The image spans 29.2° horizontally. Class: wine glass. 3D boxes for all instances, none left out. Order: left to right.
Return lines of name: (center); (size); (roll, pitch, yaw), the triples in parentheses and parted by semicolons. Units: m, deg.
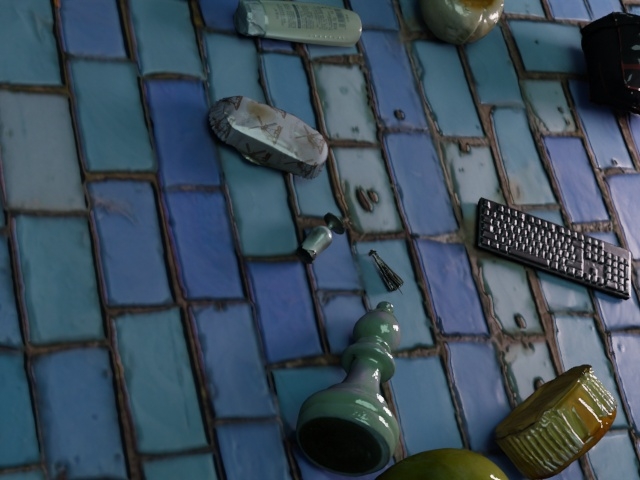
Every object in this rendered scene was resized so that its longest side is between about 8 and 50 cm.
wine glass: (0.000, 0.000, 1.805); (0.039, 0.042, 0.083); (21, 52, 26)

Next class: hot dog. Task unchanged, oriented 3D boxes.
hot dog: (-0.077, -0.157, 1.827); (0.192, 0.053, 0.099); (21, 57, -17)

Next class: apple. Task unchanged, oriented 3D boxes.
apple: (0.163, 0.394, 1.607); (0.261, 0.194, 0.260); (13, 60, -23)

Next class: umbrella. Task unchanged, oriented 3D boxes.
umbrella: (0.101, 0.047, 1.851); (0.083, 0.020, 0.031); (50, 52, 6)

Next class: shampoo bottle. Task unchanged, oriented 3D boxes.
shampoo bottle: (-0.034, -0.345, 1.946); (0.212, 0.049, 0.072); (0, 71, -31)

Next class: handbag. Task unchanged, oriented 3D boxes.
handbag: (0.581, -0.309, 2.216); (0.215, 0.155, 0.169); (8, 70, -29)

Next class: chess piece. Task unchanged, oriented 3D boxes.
chess piece: (0.061, 0.183, 1.709); (0.139, 0.139, 0.271); (33, 44, -13)

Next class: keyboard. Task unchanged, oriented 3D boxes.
keyboard: (0.390, 0.013, 2.033); (0.310, 0.018, 0.100); (19, 60, -21)

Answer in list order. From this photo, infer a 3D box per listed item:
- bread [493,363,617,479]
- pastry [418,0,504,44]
bread: (0.355, 0.273, 1.816); (0.114, 0.132, 0.190); (51, 55, -2)
pastry: (0.238, -0.411, 2.110); (0.156, 0.092, 0.156); (15, 58, -26)
